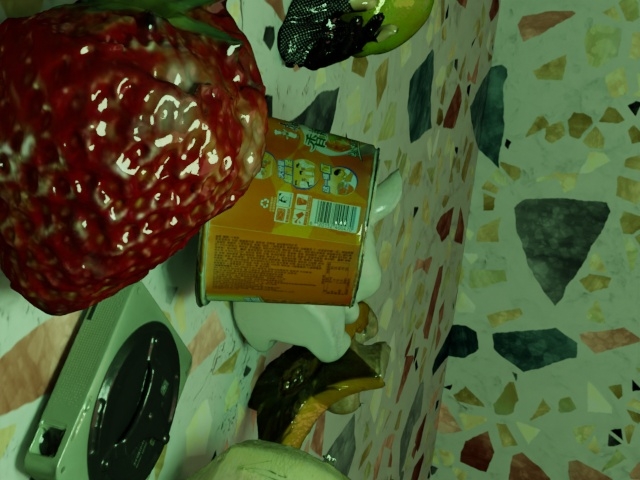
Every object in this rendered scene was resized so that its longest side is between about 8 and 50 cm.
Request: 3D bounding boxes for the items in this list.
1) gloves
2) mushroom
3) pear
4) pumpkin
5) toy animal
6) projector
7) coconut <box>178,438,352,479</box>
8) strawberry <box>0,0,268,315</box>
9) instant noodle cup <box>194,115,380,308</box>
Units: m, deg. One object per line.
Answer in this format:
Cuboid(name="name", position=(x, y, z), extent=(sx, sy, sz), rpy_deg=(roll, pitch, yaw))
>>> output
Cuboid(name="gloves", position=(0.035, -0.322, 1.713), extent=(0.129, 0.180, 0.106), rpy_deg=(-53, 149, -51))
Cuboid(name="mushroom", position=(0.047, 0.202, 2.151), extent=(0.286, 0.156, 0.151), rpy_deg=(-72, 153, -56))
Cuboid(name="pear", position=(0.098, -0.408, 1.856), extent=(0.187, 0.187, 0.220), rpy_deg=(42, 63, -69))
Cuboid(name="pumpkin", position=(-0.011, 0.233, 1.842), extent=(0.258, 0.095, 0.290), rpy_deg=(-41, -160, 9))
Cuboid(name="toy animal", position=(0.000, 0.010, 1.804), extent=(0.367, 0.196, 0.241), rpy_deg=(-54, 147, -46))
Cuboid(name="projector", position=(-0.248, 0.211, 1.371), extent=(0.259, 0.079, 0.257), rpy_deg=(71, 34, -60))
Cuboid(name="coconut", position=(-0.093, 0.522, 1.554), extent=(0.404, 0.404, 0.404), rpy_deg=(12, 90, -72))
Cuboid(name="strawberry", position=(-0.186, -0.087, 1.062), extent=(0.292, 0.291, 0.310), rpy_deg=(-36, 118, -64))
Cuboid(name="instant noodle cup", position=(-0.040, -0.032, 1.512), extent=(0.296, 0.214, 0.296), rpy_deg=(10, 90, -89))
